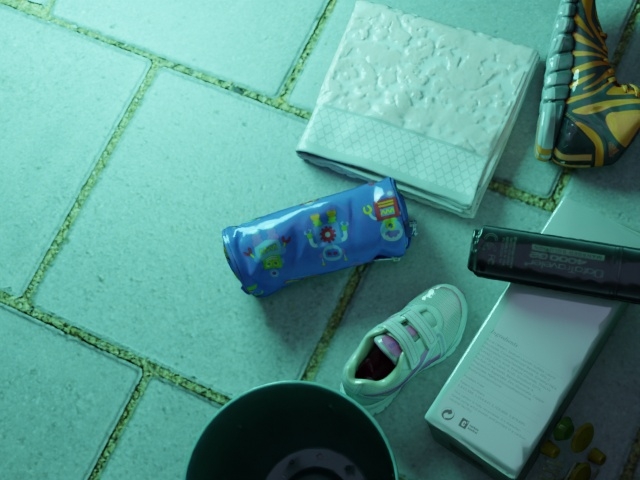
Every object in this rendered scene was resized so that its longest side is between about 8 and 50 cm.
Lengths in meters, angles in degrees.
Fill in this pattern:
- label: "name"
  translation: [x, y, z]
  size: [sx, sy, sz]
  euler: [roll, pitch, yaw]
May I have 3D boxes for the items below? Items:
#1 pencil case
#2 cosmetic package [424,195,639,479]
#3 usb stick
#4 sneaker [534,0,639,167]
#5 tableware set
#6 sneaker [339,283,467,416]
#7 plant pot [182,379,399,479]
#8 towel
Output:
- label: "pencil case"
  translation: [0.000, 0.000, 1.719]
  size: [0.306, 0.119, 0.133]
  euler: [-16, 91, 3]
- label: "cosmetic package"
  translation: [0.318, 0.154, 1.566]
  size: [0.156, 0.217, 0.385]
  euler: [32, 81, 18]
- label: "usb stick"
  translation: [0.341, 0.034, 1.466]
  size: [0.278, 0.045, 0.077]
  euler: [9, 80, 13]
- label: "sneaker"
  translation: [0.455, -0.268, 1.749]
  size: [0.180, 0.124, 0.321]
  euler: [8, 83, 7]
- label: "tableware set"
  translation: [0.361, 0.305, 1.545]
  size: [0.024, 0.154, 0.104]
  euler: [29, 92, 46]
- label: "sneaker"
  translation: [0.129, 0.162, 1.645]
  size: [0.103, 0.111, 0.252]
  euler: [41, 81, 19]
- label: "plant pot"
  translation: [-0.026, 0.365, 1.534]
  size: [0.293, 0.235, 0.293]
  euler: [-3, 71, 7]
- label: "towel"
  translation: [0.159, -0.230, 1.808]
  size: [0.331, 0.053, 0.317]
  euler: [20, 75, 14]
